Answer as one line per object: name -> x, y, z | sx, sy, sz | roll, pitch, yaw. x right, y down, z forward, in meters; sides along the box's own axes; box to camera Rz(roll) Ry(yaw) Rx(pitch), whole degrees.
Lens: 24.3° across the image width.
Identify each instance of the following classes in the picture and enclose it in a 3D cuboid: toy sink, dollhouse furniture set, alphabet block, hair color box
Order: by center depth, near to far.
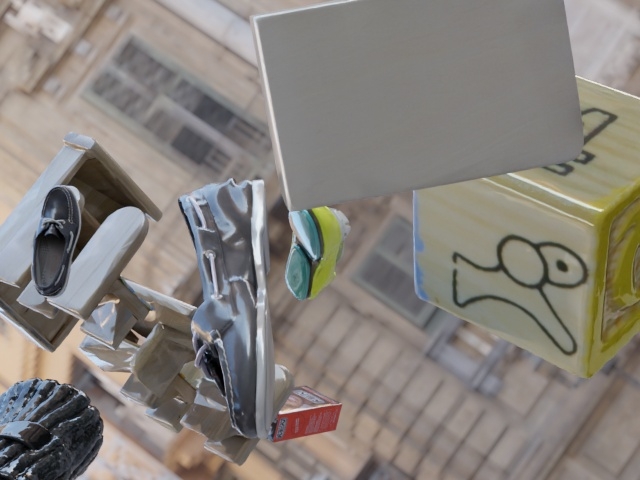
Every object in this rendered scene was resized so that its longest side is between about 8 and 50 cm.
toy sink -> 0.072, -0.124, 1.177 | 0.131, 0.234, 0.153 | -114, 13, -80
alphabet block -> 0.218, -0.024, 1.360 | 0.193, 0.197, 0.192 | -38, -40, -34
dollhouse furniture set -> -0.240, 0.044, 1.926 | 0.256, 0.394, 0.362 | -55, -46, -17
hair color box -> -0.042, 0.235, 2.020 | 0.141, 0.072, 0.043 | -3, -69, -54

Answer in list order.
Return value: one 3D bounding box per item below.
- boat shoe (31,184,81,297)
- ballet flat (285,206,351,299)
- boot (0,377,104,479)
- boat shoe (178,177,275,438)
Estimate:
boat shoe -> -0.287, -0.002, 1.592 | 0.038, 0.046, 0.125 | 73, -155, -76
ballet flat -> 0.000, 0.000, 1.911 | 0.077, 0.077, 0.231 | -29, -22, -19
boot -> -0.384, 0.257, 1.377 | 0.260, 0.348, 0.131 | -71, -34, -67
boat shoe -> -0.097, 0.066, 1.479 | 0.335, 0.095, 0.112 | -94, 0, -47
